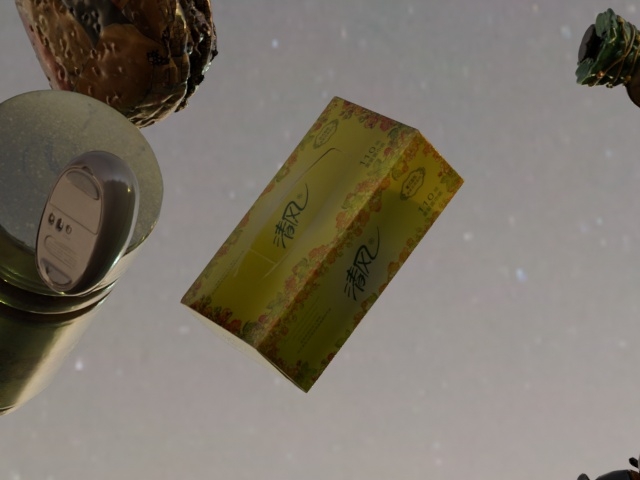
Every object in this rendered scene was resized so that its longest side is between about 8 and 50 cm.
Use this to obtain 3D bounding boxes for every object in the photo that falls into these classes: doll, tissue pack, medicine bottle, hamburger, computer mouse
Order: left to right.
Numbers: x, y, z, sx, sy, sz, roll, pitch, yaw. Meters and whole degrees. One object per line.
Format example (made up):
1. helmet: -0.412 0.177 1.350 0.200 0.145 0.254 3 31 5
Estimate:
1. medicine bottle: -0.247 0.024 1.407 0.151 0.151 0.322 12 -32 -19
2. computer mouse: -0.146 -0.011 1.119 0.039 0.066 0.096 3 -67 -49
3. hamburger: -0.188 -0.206 1.546 0.107 0.231 0.231 -23 -18 -46
4. tissue pack: 0.000 0.000 1.128 0.176 0.095 0.062 -52 -50 -8
5. doll: 0.282 -0.161 1.577 0.113 0.078 0.077 19 -3 -26

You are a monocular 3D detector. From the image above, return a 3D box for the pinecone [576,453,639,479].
1. pinecone: 0.201 0.255 0.993 0.298 0.242 0.296 29 -79 -26
